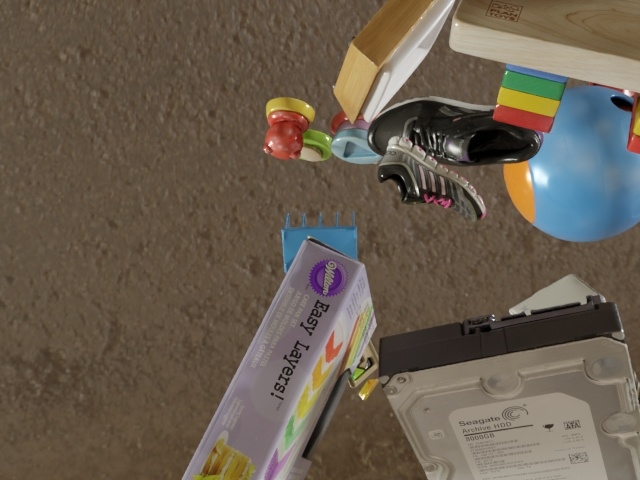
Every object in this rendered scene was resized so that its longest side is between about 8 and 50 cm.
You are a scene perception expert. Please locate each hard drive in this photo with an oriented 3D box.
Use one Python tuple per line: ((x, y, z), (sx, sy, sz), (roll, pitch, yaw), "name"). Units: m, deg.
((0.223, 0.214, 0.825), (0.237, 0.064, 0.339), (-13, 126, 16), "hard drive")

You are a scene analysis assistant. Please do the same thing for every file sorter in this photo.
((0.000, 0.000, 1.814), (0.170, 0.104, 0.118), (-1, 120, 2), "file sorter")

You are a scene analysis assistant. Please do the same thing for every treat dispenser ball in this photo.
((0.488, -0.141, 1.426), (0.288, 0.288, 0.288), (-4, 129, -6), "treat dispenser ball")

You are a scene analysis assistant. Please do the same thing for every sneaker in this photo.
((0.150, -0.070, 1.078), (0.170, 0.063, 0.074), (37, 79, 2), "sneaker")
((0.205, -0.167, 1.215), (0.283, 0.124, 0.107), (0, 111, 17), "sneaker")

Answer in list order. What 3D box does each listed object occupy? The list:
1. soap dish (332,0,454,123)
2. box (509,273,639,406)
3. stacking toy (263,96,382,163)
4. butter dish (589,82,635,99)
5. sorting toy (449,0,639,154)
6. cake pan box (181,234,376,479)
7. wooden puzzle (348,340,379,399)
((0.152, -0.415, 1.651), (0.118, 0.291, 0.229), (36, 157, 4), "soap dish")
((0.385, 0.194, 1.113), (0.113, 0.094, 0.275), (-31, 114, -1), "box")
((0.016, -0.223, 1.926), (0.309, 0.130, 0.279), (7, 160, 8), "stacking toy")
((0.723, -0.337, 1.868), (0.118, 0.159, 0.160), (6, 177, 36), "butter dish")
((0.250, -0.168, 0.612), (0.257, 0.255, 0.089), (16, 137, 12), "sorting toy")
((-0.026, 0.152, 0.765), (0.070, 0.245, 0.267), (25, 165, 14), "cake pan box")
((0.065, 0.205, 1.309), (0.014, 0.116, 0.078), (16, 122, -45), "wooden puzzle")
